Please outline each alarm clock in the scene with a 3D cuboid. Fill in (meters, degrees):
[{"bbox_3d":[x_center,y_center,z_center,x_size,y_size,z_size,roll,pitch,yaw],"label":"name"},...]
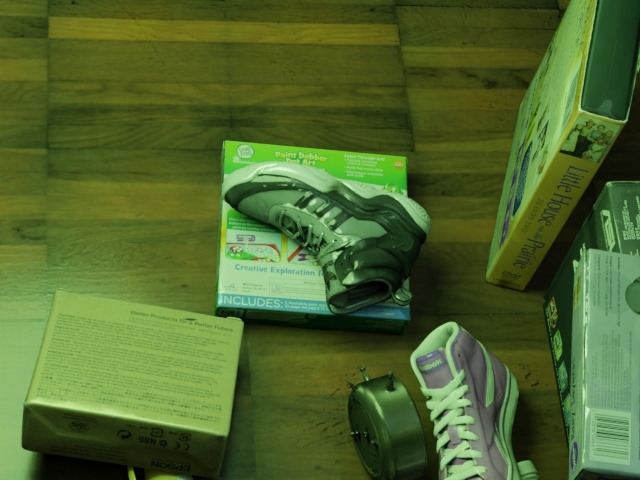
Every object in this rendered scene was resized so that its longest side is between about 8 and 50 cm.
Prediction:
[{"bbox_3d":[0.082,0.248,1.763,0.064,0.129,0.192,-18,93,-17],"label":"alarm clock"}]

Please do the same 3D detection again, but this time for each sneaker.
[{"bbox_3d":[0.155,0.218,1.738,0.161,0.102,0.282,49,29,-30],"label":"sneaker"},{"bbox_3d":[0.000,0.000,1.828,0.269,0.101,0.153,14,58,-5],"label":"sneaker"}]

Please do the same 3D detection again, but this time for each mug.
[{"bbox_3d":[-0.183,0.273,1.729,0.062,0.078,0.064,-23,56,10],"label":"mug"}]

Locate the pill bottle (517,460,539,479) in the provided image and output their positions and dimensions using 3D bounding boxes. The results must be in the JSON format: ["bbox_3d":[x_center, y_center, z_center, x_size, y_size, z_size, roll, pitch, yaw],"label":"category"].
[{"bbox_3d":[0.258,0.348,1.753,0.087,0.087,0.160,-18,66,-18],"label":"pill bottle"}]

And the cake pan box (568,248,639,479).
[{"bbox_3d":[0.385,0.150,1.532,0.246,0.070,0.266,6,61,-1],"label":"cake pan box"}]

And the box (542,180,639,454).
[{"bbox_3d":[0.368,0.175,1.735,0.097,0.318,0.394,0,63,-9],"label":"box"}]

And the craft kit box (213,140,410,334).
[{"bbox_3d":[-0.011,-0.005,1.918,0.250,0.061,0.246,5,64,-7],"label":"craft kit box"}]

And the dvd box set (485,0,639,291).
[{"bbox_3d":[0.309,-0.162,1.848,0.062,0.420,0.307,15,60,-1],"label":"dvd box set"}]

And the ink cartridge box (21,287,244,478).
[{"bbox_3d":[-0.218,0.168,1.738,0.235,0.088,0.193,10,40,-3],"label":"ink cartridge box"}]
